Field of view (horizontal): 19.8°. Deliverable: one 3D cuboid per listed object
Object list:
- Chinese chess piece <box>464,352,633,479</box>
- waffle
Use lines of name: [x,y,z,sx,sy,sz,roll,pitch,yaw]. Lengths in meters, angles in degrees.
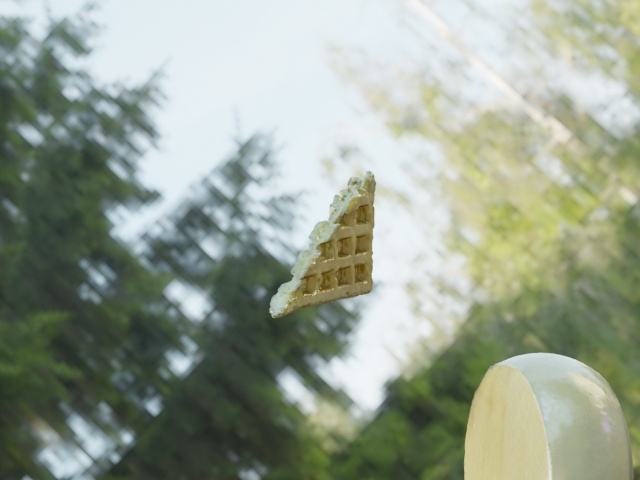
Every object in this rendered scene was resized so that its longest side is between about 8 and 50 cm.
Chinese chess piece: [0.235,0.243,1.927,0.097,0.251,0.251,2,-35,-18]
waffle: [0.000,0.000,1.661,0.191,0.032,0.125,-6,-78,-65]
